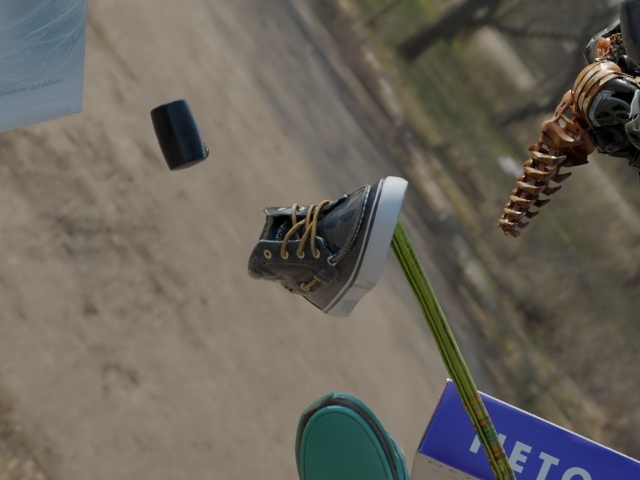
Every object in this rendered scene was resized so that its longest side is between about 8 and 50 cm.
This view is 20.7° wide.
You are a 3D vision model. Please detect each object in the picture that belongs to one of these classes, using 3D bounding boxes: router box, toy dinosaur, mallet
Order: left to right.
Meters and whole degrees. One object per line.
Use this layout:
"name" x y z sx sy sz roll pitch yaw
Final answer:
"mallet" -0.121 -0.084 1.657 0.190 0.039 0.062 56 15 -79
"router box" 0.260 0.268 1.809 0.335 0.082 0.301 23 -12 8
"toy dinosaur" 0.312 -0.112 1.682 0.218 0.322 0.164 48 16 33

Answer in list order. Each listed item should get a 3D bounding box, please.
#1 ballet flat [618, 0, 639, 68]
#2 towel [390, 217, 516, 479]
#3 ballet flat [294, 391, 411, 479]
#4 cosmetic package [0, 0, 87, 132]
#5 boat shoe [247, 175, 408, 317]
"ballet flat" 0.304 -0.193 1.259 0.074 0.203 0.074 62 2 -3
"towel" 0.096 0.091 1.326 0.102 0.021 0.237 71 -4 -84
"ballet flat" 0.042 0.209 1.363 0.087 0.083 0.247 -61 138 -58
"cosmetic package" -0.298 -0.198 1.327 0.138 0.225 0.224 21 27 34
"boat shoe" 0.000 0.000 1.173 0.083 0.065 0.183 20 -25 -4
